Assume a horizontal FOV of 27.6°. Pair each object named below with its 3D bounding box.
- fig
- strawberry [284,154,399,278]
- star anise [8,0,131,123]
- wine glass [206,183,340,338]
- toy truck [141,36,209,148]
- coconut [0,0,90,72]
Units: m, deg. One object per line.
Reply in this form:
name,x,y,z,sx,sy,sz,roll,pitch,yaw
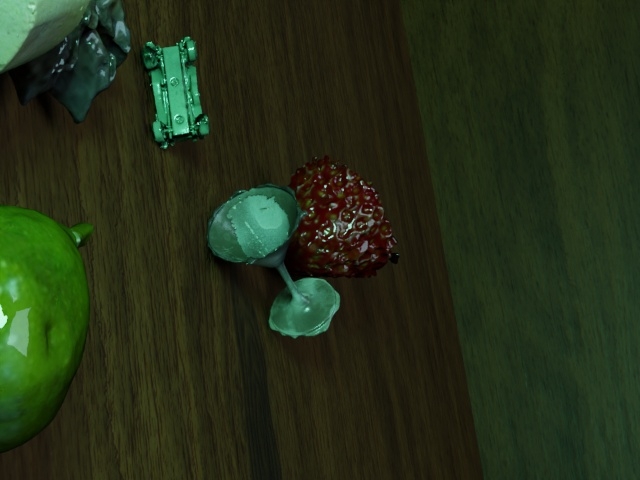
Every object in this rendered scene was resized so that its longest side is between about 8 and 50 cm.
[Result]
fig,-0.297,0.079,1.165,0.314,0.233,0.233,27,51,-79
strawberry,0.000,0.000,2.162,0.178,0.234,0.234,-42,120,-41
star anise,-0.317,-0.297,1.523,0.331,0.117,0.332,-9,90,-70
wine glass,-0.062,0.041,1.987,0.232,0.156,0.156,62,23,-46
toy truck,-0.205,-0.209,1.859,0.078,0.080,0.154,93,-13,-79
coconut,-0.351,-0.259,1.227,0.244,0.239,0.239,-41,116,-69
